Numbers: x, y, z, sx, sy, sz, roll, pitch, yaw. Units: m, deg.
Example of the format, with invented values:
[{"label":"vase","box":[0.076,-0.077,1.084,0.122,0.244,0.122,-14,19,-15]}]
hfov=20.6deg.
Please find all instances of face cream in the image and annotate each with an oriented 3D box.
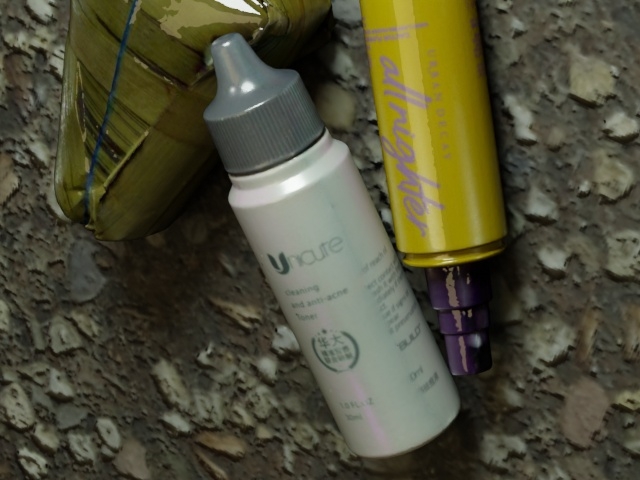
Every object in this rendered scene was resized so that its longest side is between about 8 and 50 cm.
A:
[{"label":"face cream","box":[0.083,-0.044,1.195,0.078,0.078,0.273,-3,101,32]},{"label":"face cream","box":[0.000,0.000,1.198,0.092,0.092,0.311,-10,115,33]}]

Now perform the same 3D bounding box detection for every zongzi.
[{"label":"zongzi","box":[-0.161,-0.172,1.279,0.289,0.123,0.260,45,118,10]}]
